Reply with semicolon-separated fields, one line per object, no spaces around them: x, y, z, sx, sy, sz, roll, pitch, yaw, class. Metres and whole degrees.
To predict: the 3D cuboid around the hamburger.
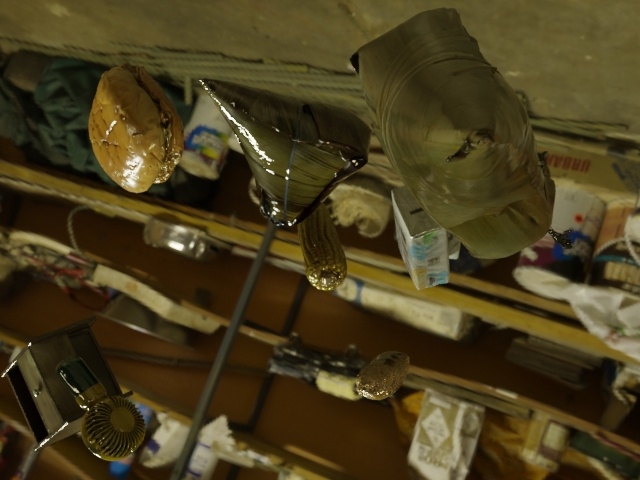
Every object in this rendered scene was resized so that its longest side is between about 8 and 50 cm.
-0.471;-0.275;1.812;0.158;0.319;0.318;-23;-158;-38;hamburger

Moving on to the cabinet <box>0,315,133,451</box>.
-0.503;0.283;1.419;0.148;0.175;0.215;-19;167;-44;cabinet

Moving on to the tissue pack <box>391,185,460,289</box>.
0.267;-0.017;1.760;0.145;0.159;0.229;-17;141;-1;tissue pack

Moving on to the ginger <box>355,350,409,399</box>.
0.121;0.255;1.387;0.095;0.069;0.190;-7;-176;21;ginger

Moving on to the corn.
0.000;0.000;1.353;0.080;0.080;0.231;26;-150;-26;corn

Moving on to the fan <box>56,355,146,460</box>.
-0.293;0.217;0.960;0.155;0.039;0.082;50;-149;5;fan

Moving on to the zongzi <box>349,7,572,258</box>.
0.226;-0.047;0.904;0.447;0.181;0.418;50;-167;-26;zongzi

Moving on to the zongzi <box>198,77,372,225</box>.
-0.101;-0.150;1.213;0.300;0.138;0.286;17;148;-23;zongzi
